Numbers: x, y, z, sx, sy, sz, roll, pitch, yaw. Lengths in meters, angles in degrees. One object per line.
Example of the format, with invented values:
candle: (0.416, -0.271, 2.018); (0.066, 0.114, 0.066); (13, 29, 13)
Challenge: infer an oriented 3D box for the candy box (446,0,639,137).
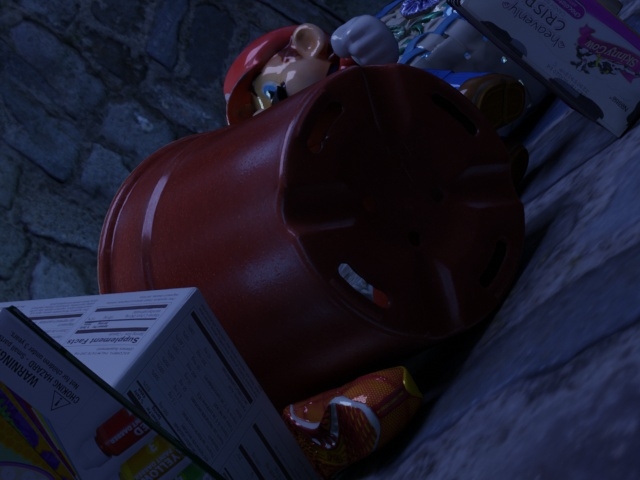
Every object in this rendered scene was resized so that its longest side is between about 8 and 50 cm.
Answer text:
candy box: (0.189, -0.172, 0.982); (0.071, 0.159, 0.233); (-50, 6, 12)

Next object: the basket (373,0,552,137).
basket: (0.113, -0.165, 1.331); (0.255, 0.201, 0.289); (-44, 10, -25)

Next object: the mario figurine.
mario figurine: (0.023, -0.105, 1.110); (0.170, 0.320, 0.198); (7, -81, -51)

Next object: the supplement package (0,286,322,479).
supplement package: (-0.168, 0.162, 0.867); (0.262, 0.204, 0.145); (-6, 35, 40)

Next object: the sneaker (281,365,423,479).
sneaker: (0.023, 0.132, 0.861); (0.067, 0.064, 0.175); (-30, 1, -27)

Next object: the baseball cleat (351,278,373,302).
baseball cleat: (0.003, 0.094, 1.170); (0.206, 0.072, 0.109); (-12, -61, -72)

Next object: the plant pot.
plant pot: (0.000, 0.000, 0.928); (0.272, 0.272, 0.265); (-53, 13, -30)

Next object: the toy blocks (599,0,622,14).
toy blocks: (0.295, -0.431, 1.391); (0.309, 0.260, 0.288); (-50, 4, 6)

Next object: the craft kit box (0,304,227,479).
craft kit box: (-0.145, 0.205, 0.608); (0.246, 0.250, 0.061); (-51, 6, -6)
